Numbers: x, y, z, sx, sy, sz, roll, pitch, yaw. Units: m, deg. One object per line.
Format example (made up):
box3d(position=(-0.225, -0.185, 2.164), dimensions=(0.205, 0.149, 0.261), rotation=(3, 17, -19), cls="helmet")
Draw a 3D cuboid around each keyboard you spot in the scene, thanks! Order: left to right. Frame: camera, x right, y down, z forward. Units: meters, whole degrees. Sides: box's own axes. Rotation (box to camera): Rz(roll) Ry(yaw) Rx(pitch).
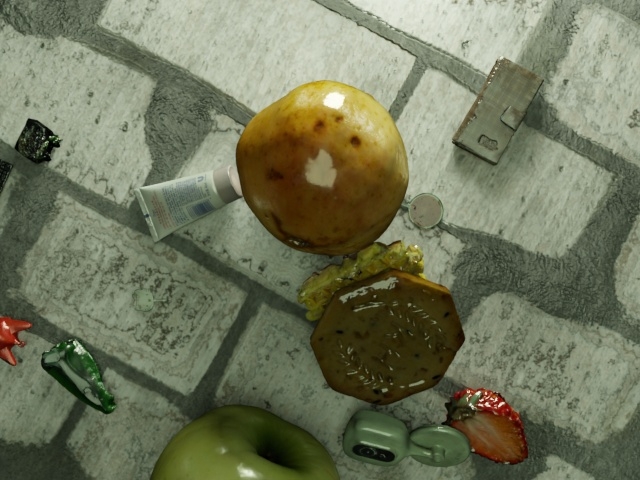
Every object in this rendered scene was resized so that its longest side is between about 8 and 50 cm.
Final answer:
box3d(position=(-0.793, -0.102, 1.832), dimensions=(0.060, 0.018, 0.196), rotation=(24, 93, 1), cls="keyboard")

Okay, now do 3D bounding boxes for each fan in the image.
box3d(position=(-0.409, 0.143, 1.855), dimensions=(0.083, 0.004, 0.056), rotation=(-2, 93, 0), cls="fan")
box3d(position=(0.228, -0.077, 1.841), dimensions=(0.133, 0.005, 0.085), rotation=(14, 94, -2), cls="fan")

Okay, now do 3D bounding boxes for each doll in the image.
box3d(position=(-0.778, 0.217, 1.832), dimensions=(0.169, 0.057, 0.109), rotation=(22, 91, -2), cls="doll")

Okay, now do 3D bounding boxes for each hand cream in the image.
box3d(position=(-0.305, -0.094, 1.812), dimensions=(0.247, 0.083, 0.133), rotation=(-17, 93, 12), cls="hand cream")

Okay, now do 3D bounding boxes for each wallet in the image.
box3d(position=(0.414, -0.301, 1.808), dimensions=(0.124, 0.042, 0.230), rotation=(29, 93, 1), cls="wallet")

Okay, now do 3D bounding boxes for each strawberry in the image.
box3d(position=(0.402, 0.427, 1.829), dimensions=(0.190, 0.111, 0.236), rotation=(-26, 120, 36), cls="strawberry")

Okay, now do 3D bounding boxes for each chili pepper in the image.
box3d(position=(-0.565, 0.326, 1.840), dimensions=(0.108, 0.062, 0.216), rotation=(-44, 95, 3), cls="chili pepper")

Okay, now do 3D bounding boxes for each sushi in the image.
box3d(position=(-0.658, -0.226, 1.803), dimensions=(0.084, 0.056, 0.083), rotation=(35, 93, -1), cls="sushi")

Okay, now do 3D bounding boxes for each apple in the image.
box3d(position=(-0.175, 0.601, 1.675), dimensions=(0.473, 0.473, 0.474), rotation=(0, 94, 0), cls="apple")

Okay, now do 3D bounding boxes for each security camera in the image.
box3d(position=(0.203, 0.484, 1.815), dimensions=(0.301, 0.080, 0.157), rotation=(12, 131, 0), cls="security camera")

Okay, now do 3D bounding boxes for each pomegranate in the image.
box3d(position=(0.021, -0.172, 1.661), dimensions=(0.409, 0.410, 0.411), rotation=(0, 94, 0), cls="pomegranate")

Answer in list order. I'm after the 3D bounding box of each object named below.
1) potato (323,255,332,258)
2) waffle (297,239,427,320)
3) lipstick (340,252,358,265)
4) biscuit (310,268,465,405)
box3d(position=(0.000, -0.001, 1.836), dimensions=(0.037, 0.036, 0.093), rotation=(-47, 115, -33), cls="potato")
box3d(position=(0.102, 0.098, 1.753), dimensions=(0.309, 0.065, 0.283), rotation=(-2, 138, -13), cls="waffle")
box3d(position=(0.077, 0.049, 1.830), dimensions=(0.045, 0.045, 0.145), rotation=(25, 94, -4), cls="lipstick")
box3d(position=(0.153, 0.226, 1.742), dimensions=(0.358, 0.046, 0.359), rotation=(-4, 119, -7), cls="biscuit")
